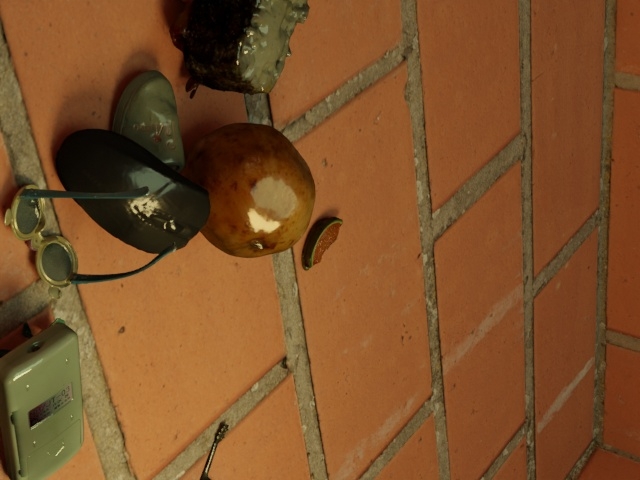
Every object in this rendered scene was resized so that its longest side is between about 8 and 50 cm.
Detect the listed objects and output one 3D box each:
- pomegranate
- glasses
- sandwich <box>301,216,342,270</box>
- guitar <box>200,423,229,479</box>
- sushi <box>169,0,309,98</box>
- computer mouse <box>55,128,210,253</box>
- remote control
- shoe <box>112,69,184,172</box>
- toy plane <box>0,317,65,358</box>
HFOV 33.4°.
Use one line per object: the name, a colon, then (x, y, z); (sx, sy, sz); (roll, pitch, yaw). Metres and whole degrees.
pomegranate: (-0.124, -0.085, 1.824); (0.248, 0.248, 0.248); (-28, 126, -47)
glasses: (-0.333, -0.022, 1.590); (0.088, 0.221, 0.189); (-95, 168, -49)
sandwich: (0.001, -0.002, 2.201); (0.135, 0.029, 0.067); (-56, 148, -25)
guitar: (-0.223, 0.473, 2.095); (0.088, 0.025, 0.233); (25, 84, -55)
sushi: (-0.126, -0.384, 1.729); (0.196, 0.182, 0.343); (23, 86, -61)
computer mouse: (-0.283, -0.065, 1.636); (0.137, 0.086, 0.270); (-44, 125, 15)
remote control: (-0.424, 0.257, 1.630); (0.140, 0.056, 0.296); (-34, 148, -36)
shoe: (-0.269, -0.141, 1.697); (0.103, 0.100, 0.251); (-10, 116, -55)
toy plane: (-0.470, 0.191, 1.593); (0.235, 0.060, 0.096); (-44, 145, -31)
